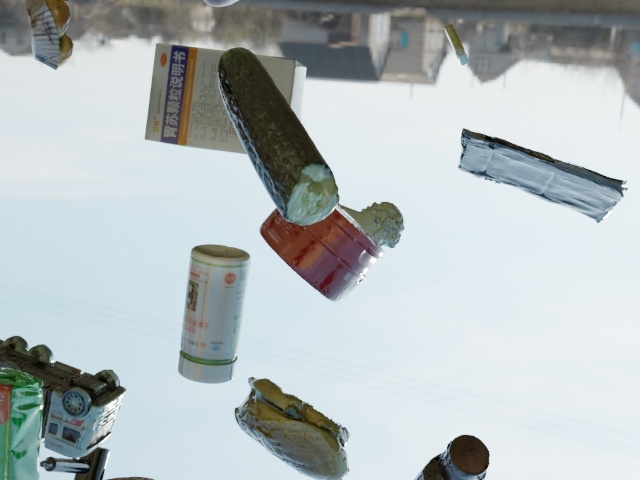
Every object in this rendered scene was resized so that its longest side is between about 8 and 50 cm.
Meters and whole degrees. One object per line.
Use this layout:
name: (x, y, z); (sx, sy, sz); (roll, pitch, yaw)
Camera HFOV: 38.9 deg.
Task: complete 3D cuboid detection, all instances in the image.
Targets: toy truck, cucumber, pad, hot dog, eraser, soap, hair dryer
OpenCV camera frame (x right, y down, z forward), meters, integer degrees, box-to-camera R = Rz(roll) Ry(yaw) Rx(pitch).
toy truck: (-0.531, 0.300, 1.703); (0.305, 0.162, 0.136); (18, -166, 12)
cucumber: (-0.060, -0.129, 1.041); (0.074, 0.074, 0.241); (-8, -123, -40)
pad: (0.306, -0.091, 1.283); (0.233, 0.022, 0.174); (21, 170, 11)
hot dog: (-0.463, -0.401, 1.532); (0.069, 0.131, 0.253); (-6, -126, -19)
eraser: (0.277, -0.398, 1.843); (0.019, 0.083, 0.038); (-22, 151, 7)
soap: (-0.524, 0.337, 1.433); (0.218, 0.273, 0.098); (5, -174, 16)
hair dryer: (-0.581, 0.536, 2.092); (0.070, 0.128, 0.255); (8, 169, 20)

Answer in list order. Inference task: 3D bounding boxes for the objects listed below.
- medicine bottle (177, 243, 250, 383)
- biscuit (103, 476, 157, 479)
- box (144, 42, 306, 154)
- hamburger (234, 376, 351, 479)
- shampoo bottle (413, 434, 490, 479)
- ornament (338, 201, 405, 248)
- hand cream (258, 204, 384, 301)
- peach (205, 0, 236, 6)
medicine bottle: (-0.151, 0.103, 1.286); (0.086, 0.183, 0.086); (8, -168, -2)
biscuit: (-0.480, 0.631, 2.279); (0.220, 0.029, 0.142); (0, -174, 21)
box: (-0.192, -0.279, 1.841); (0.299, 0.200, 0.106); (9, -174, 12)
hamburger: (-0.060, 0.417, 1.973); (0.285, 0.134, 0.265); (35, 168, -14)
shampoo bottle: (0.217, 0.446, 1.625); (0.129, 0.323, 0.084); (-8, -122, -21)
ornament: (0.080, -0.044, 2.306); (0.285, 0.130, 0.120); (3, -134, -21)
hand cream: (0.000, 0.000, 1.770); (0.230, 0.149, 0.230); (45, -176, -4)
peach: (-0.225, -0.669, 2.128); (0.199, 0.243, 0.243); (45, -160, 4)
